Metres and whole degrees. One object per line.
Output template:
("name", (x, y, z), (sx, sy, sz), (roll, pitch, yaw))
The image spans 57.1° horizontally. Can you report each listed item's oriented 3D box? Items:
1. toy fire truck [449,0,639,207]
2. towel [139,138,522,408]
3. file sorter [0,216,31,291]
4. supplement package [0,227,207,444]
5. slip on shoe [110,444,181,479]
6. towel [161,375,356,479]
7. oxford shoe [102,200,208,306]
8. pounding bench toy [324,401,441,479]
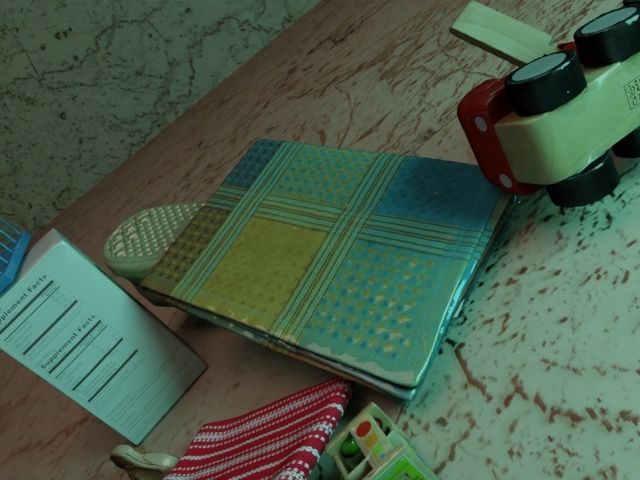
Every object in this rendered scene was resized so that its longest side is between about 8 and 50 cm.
("toy fire truck", (0.209, -0.160, 0.574), (0.217, 0.158, 0.246), (-35, 20, -13))
("towel", (0.000, 0.000, 0.640), (0.370, 0.040, 0.271), (13, 57, 37))
("file sorter", (-0.435, 0.027, 0.692), (0.118, 0.104, 0.170), (-46, 26, -2))
("supplement package", (-0.290, 0.119, 0.751), (0.134, 0.244, 0.139), (-49, 27, -14))
("slip on shoe", (-0.191, 0.252, 0.638), (0.135, 0.051, 0.041), (-8, 52, 40))
("towel", (-0.089, 0.206, 0.471), (0.199, 0.031, 0.275), (-28, 6, 27))
("oxford shoe", (-0.103, 0.028, 0.789), (0.449, 0.130, 0.169), (-1, 45, 33))
("pounding bench toy", (0.033, 0.176, 0.438), (0.083, 0.052, 0.065), (-43, 26, -3))
